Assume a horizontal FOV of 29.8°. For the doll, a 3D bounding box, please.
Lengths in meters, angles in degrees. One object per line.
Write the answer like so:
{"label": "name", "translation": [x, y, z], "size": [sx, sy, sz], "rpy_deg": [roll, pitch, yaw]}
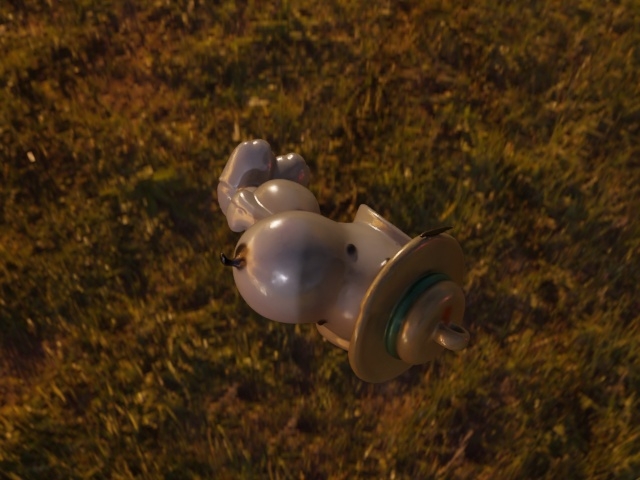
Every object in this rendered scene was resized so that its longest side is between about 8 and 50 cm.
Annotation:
{"label": "doll", "translation": [0.015, 0.003, 1.031], "size": [0.208, 0.271, 0.144], "rpy_deg": [22, 105, -12]}

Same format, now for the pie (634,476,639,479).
{"label": "pie", "translation": [0.235, 0.163, 0.531], "size": [0.277, 0.277, 0.078], "rpy_deg": [10, 68, 3]}
